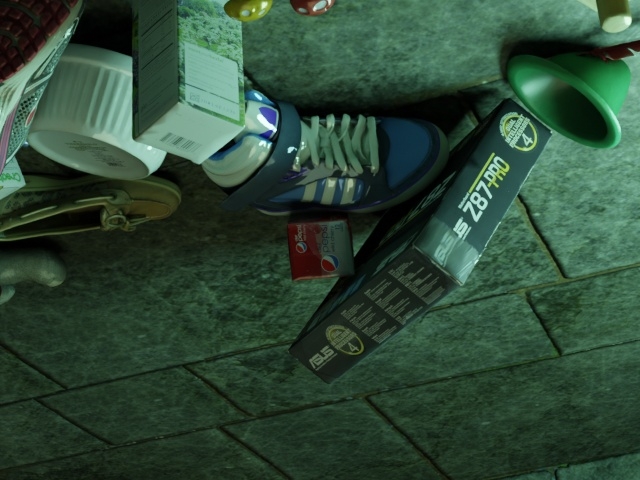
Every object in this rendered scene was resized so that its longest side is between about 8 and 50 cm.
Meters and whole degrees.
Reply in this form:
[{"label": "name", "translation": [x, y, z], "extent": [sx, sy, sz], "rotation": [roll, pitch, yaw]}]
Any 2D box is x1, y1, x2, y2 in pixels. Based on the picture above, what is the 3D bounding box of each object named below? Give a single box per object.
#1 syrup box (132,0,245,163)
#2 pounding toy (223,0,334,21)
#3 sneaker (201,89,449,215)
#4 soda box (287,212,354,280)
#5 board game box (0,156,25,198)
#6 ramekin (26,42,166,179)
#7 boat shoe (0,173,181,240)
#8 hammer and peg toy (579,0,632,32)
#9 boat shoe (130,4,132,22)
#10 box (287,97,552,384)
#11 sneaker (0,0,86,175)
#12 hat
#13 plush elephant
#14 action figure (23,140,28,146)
[{"label": "syrup box", "translation": [-0.153, -0.220, 1.631], "extent": [0.093, 0.237, 0.096], "rotation": [19, 143, -35]}, {"label": "pounding toy", "translation": [-0.071, -0.291, 1.549], "extent": [0.237, 0.110, 0.183], "rotation": [-11, 179, -43]}, {"label": "sneaker", "translation": [-0.011, -0.128, 1.935], "extent": [0.322, 0.130, 0.236], "rotation": [-10, 156, 23]}, {"label": "soda box", "translation": [0.000, 0.000, 2.096], "extent": [0.092, 0.083, 0.263], "rotation": [-5, -175, 0]}, {"label": "board game box", "translation": [-0.567, -0.027, 1.882], "extent": [0.305, 0.053, 0.193], "rotation": [-27, 174, 23]}, {"label": "ramekin", "translation": [-0.280, -0.157, 1.799], "extent": [0.207, 0.109, 0.207], "rotation": [12, 165, 3]}, {"label": "boat shoe", "translation": [-0.347, -0.042, 2.093], "extent": [0.285, 0.089, 0.104], "rotation": [-3, 152, -3]}, {"label": "hammer and peg toy", "translation": [0.368, -0.341, 1.592], "extent": [0.361, 0.127, 0.266], "rotation": [21, 143, -39]}, {"label": "boat shoe", "translation": [-0.189, -0.246, 1.771], "extent": [0.066, 0.066, 0.183], "rotation": [-12, 161, 4]}, {"label": "box", "translation": [0.138, 0.009, 2.021], "extent": [0.097, 0.318, 0.395], "rotation": [38, 145, -6]}, {"label": "sneaker", "translation": [-0.375, -0.193, 1.691], "extent": [0.299, 0.121, 0.112], "rotation": [-54, 153, 9]}, {"label": "hat", "translation": [0.383, -0.241, 1.895], "extent": [0.208, 0.183, 0.173], "rotation": [33, 166, 25]}, {"label": "plush elephant", "translation": [-0.586, 0.132, 2.176], "extent": [0.330, 0.255, 0.272], "rotation": [-5, 169, 13]}, {"label": "action figure", "translation": [-0.555, -0.119, 1.842], "extent": [0.341, 0.178, 0.330], "rotation": [19, 153, -35]}]
